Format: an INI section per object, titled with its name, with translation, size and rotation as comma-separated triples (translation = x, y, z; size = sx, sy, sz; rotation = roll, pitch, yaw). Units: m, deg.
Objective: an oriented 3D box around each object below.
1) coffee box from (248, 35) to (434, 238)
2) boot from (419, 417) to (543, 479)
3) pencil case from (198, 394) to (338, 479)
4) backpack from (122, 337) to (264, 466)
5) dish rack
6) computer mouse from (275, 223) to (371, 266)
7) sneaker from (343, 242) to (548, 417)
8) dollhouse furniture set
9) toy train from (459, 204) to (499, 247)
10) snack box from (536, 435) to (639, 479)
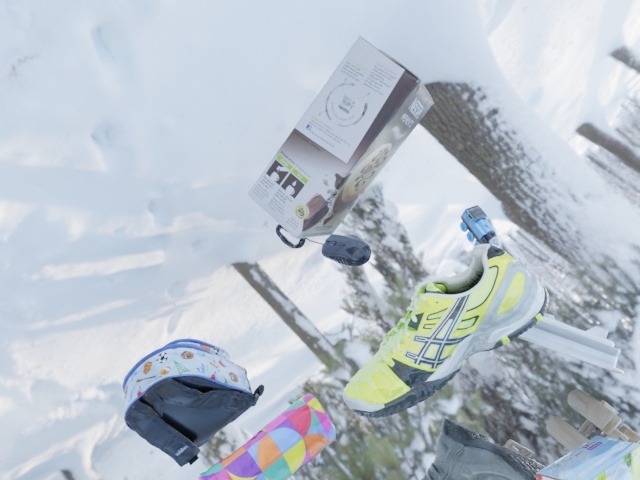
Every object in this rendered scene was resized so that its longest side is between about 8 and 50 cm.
[coffee box]
translation = 0.039, -0.153, 0.798
size = 0.297, 0.119, 0.168
rotation = -52, 166, 16
[boot]
translation = 0.277, 0.430, 0.850
size = 0.246, 0.083, 0.161
rotation = 1, -113, 66
[pencil case]
translation = -0.081, 0.356, 0.801
size = 0.236, 0.104, 0.104
rotation = -27, 155, -30
[backpack]
translation = -0.323, 0.356, 1.149
size = 0.276, 0.213, 0.263
rotation = -45, 136, 6
[dish rack]
translation = 0.441, 0.172, 1.036
size = 0.333, 0.285, 0.072
rotation = 167, -58, -88
[computer mouse]
translation = 0.000, 0.000, 1.075
size = 0.071, 0.242, 0.041
rotation = -66, 154, -18
[sneaker]
translation = 0.184, 0.151, 0.830
size = 0.385, 0.147, 0.145
rotation = -39, -170, 6
[dollhouse furniture set]
translation = 0.559, 0.455, 1.094
size = 0.212, 0.161, 0.242
rotation = 35, 93, -32
[toy train]
translation = 0.593, -0.040, 1.813
size = 0.080, 0.184, 0.105
rotation = -18, 149, -19
[snack box]
translation = 0.379, 0.398, 0.656
size = 0.174, 0.207, 0.070
rotation = -3, 174, -36
